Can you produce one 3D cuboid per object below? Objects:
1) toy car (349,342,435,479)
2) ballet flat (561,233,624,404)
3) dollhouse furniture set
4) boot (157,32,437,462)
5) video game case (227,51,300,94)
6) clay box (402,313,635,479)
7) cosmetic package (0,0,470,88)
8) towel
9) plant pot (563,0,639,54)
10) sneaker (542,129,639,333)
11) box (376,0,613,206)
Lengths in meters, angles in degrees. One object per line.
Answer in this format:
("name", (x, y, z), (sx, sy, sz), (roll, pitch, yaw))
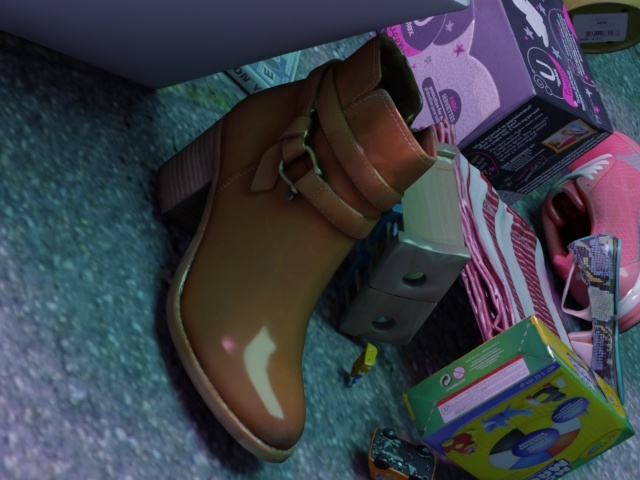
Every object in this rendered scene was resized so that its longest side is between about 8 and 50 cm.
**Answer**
("toy car", (0.056, 0.148, 1.272), (0.060, 0.040, 0.122), (13, 49, -23))
("ballet flat", (0.283, 0.084, 1.641), (0.070, 0.070, 0.188), (-22, 111, -60))
("dollhouse furniture set", (0.009, -0.014, 1.314), (0.183, 0.129, 0.129), (13, 46, -18))
("boot", (0.000, 0.000, 1.149), (0.109, 0.220, 0.283), (35, 34, -45))
("video game case", (-0.085, -0.233, 1.465), (0.183, 0.023, 0.201), (43, 32, -22))
("clay box", (0.176, 0.150, 1.319), (0.222, 0.127, 0.053), (39, 23, -50))
("cosmetic package", (-0.110, -0.363, 1.136), (0.327, 0.329, 0.394), (18, 69, -49))
("towel", (0.187, 0.048, 1.483), (0.329, 0.037, 0.237), (41, 28, -58))
("plant pot", (0.372, -0.411, 2.124), (0.274, 0.274, 0.294), (24, 57, -43))
("sneaker", (0.312, -0.043, 1.774), (0.136, 0.116, 0.314), (39, 33, -25))
("box", (0.171, -0.186, 1.657), (0.142, 0.163, 0.247), (20, 45, -42))
